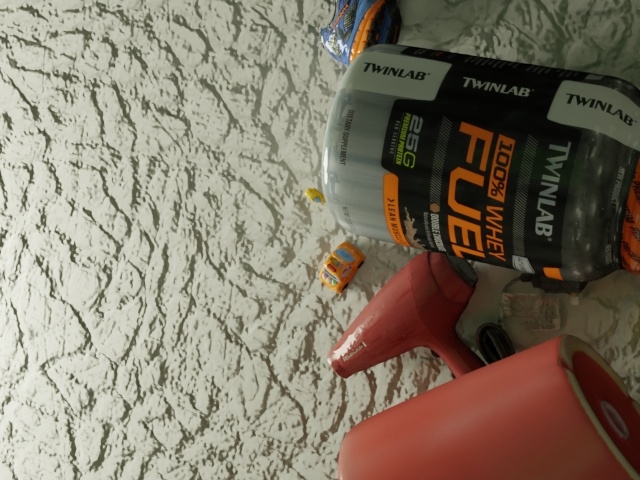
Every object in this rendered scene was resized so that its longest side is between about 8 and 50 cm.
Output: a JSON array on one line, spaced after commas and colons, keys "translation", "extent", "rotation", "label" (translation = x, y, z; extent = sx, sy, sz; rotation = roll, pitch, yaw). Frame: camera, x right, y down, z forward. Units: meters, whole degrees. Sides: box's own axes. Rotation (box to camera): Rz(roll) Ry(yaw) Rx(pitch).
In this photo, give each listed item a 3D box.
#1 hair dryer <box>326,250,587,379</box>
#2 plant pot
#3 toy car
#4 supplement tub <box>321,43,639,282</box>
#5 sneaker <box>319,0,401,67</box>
[{"translation": [0.143, 0.120, 1.256], "extent": [0.293, 0.080, 0.224], "rotation": [2, 88, 23], "label": "hair dryer"}, {"translation": [0.191, 0.234, 1.120], "extent": [0.243, 0.275, 0.275], "rotation": [-38, 74, 21], "label": "plant pot"}, {"translation": [0.000, 0.000, 1.343], "extent": [0.060, 0.040, 0.122], "rotation": [-38, 74, 16], "label": "toy car"}, {"translation": [0.189, -0.077, 1.180], "extent": [0.337, 0.207, 0.207], "rotation": [12, 92, 23], "label": "supplement tub"}, {"translation": [0.055, -0.300, 1.319], "extent": [0.087, 0.083, 0.221], "rotation": [20, 91, 30], "label": "sneaker"}]
